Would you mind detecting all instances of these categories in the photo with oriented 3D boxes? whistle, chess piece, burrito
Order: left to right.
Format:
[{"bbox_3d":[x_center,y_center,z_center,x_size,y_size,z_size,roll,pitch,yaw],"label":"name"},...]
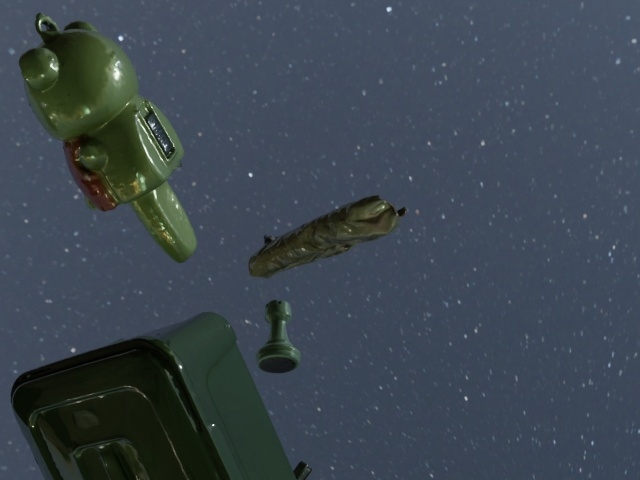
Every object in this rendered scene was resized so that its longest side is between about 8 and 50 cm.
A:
[{"bbox_3d":[-0.210,-0.099,0.748,0.106,0.288,0.131,-16,-152,18],"label":"whistle"},{"bbox_3d":[-0.065,0.144,1.104,0.067,0.067,0.103,-12,-127,13],"label":"chess piece"},{"bbox_3d":[0.000,0.000,0.680,0.185,0.045,0.041,-23,-142,45],"label":"burrito"}]

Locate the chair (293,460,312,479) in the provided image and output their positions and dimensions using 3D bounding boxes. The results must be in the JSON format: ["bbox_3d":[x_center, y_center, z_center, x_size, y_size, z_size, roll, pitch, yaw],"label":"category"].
[{"bbox_3d":[-0.092,0.449,1.023,0.203,0.190,0.274,28,-104,43],"label":"chair"}]

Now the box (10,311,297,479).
[{"bbox_3d":[-0.172,0.251,0.844,0.253,0.328,0.178,-18,-169,28],"label":"box"}]
